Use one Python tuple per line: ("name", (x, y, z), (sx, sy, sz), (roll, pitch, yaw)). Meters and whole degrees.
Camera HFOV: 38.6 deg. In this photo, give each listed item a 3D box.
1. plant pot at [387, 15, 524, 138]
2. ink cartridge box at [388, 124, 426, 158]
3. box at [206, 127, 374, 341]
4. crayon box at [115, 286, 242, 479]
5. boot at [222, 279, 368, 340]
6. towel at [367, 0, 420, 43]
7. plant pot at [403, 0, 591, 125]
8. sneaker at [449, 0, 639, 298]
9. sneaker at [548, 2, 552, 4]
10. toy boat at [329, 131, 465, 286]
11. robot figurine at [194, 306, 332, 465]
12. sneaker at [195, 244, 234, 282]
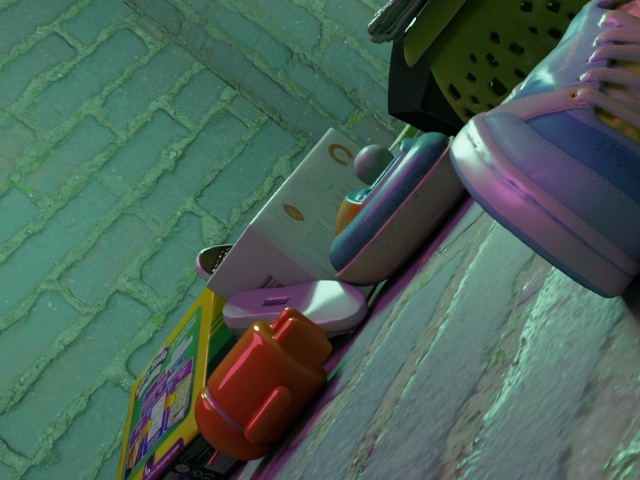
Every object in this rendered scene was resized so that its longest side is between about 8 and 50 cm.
("plant pot", (0.219, -0.269, 1.557), (0.187, 0.188, 0.167), (12, 79, 65))
("ink cartridge box", (0.216, -0.212, 2.064), (0.189, 0.097, 0.255), (-53, 3, -29))
("box", (0.000, 0.000, 1.536), (0.168, 0.215, 0.345), (-50, 2, 40))
("crayon box", (-0.226, 0.289, 1.548), (0.363, 0.106, 0.313), (-50, 27, 37))
("boot", (-0.021, 0.135, 1.363), (0.258, 0.123, 0.095), (-2, 37, 39))
("towel", (0.149, -0.353, 1.157), (0.248, 0.038, 0.325), (-51, 3, 14))
("plant pot", (0.254, -0.295, 1.219), (0.228, 0.207, 0.227), (-54, 3, -25))
("sneaker", (0.190, -0.104, 0.545), (0.208, 0.127, 0.319), (-52, 3, 24))
("sneaker", (0.448, -0.452, 1.596), (0.178, 0.072, 0.077), (-57, 10, 28))
("toy boat", (0.103, -0.067, 1.370), (0.267, 0.148, 0.318), (-51, 3, 15))
("robot figurine", (-0.078, 0.195, 1.198), (0.219, 0.158, 0.128), (-52, -36, 5))
("sneaker", (-0.098, 0.094, 1.659), (0.106, 0.290, 0.123), (-95, 27, -42))
